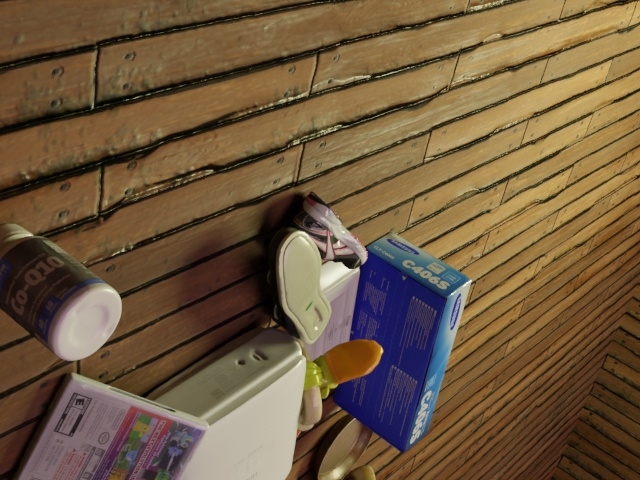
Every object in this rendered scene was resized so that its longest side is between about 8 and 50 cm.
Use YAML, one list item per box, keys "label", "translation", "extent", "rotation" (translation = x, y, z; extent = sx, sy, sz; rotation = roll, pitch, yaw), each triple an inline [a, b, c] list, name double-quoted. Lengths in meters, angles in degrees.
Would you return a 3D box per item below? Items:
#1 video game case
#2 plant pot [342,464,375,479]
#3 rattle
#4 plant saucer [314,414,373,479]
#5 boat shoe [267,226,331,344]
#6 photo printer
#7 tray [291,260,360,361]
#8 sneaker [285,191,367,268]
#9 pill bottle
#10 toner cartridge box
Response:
- label: "video game case"
  translation: [-0.256, 0.272, 1.111]
  extent: [0.183, 0.023, 0.201]
  rotation: [26, 96, -26]
- label: "plant pot"
  translation: [0.048, 0.540, 1.794]
  extent: [0.236, 0.032, 0.236]
  rotation: [-162, -90, -80]
- label: "rattle"
  translation: [0.004, 0.228, 1.448]
  extent: [0.142, 0.130, 0.200]
  rotation: [-27, 139, -27]
- label: "plant saucer"
  translation: [0.042, 0.388, 1.783]
  extent: [0.168, 0.029, 0.168]
  rotation: [-37, 145, -32]
- label: "boat shoe"
  translation: [-0.044, 0.058, 1.269]
  extent: [0.084, 0.079, 0.233]
  rotation: [-48, 153, -23]
- label: "photo printer"
  translation: [-0.142, 0.299, 1.326]
  extent: [0.256, 0.107, 0.308]
  rotation: [-30, 141, -41]
- label: "tray"
  translation: [0.010, 0.140, 1.489]
  extent: [0.145, 0.030, 0.270]
  rotation: [-33, 143, -39]
- label: "sneaker"
  translation: [0.000, 0.000, 1.314]
  extent: [0.077, 0.072, 0.178]
  rotation: [-44, 143, -1]
- label: "pill bottle"
  translation: [-0.255, 0.044, 0.868]
  extent: [0.078, 0.137, 0.078]
  rotation: [-39, 147, -32]
- label: "toner cartridge box"
  translation: [0.128, 0.174, 1.567]
  extent: [0.075, 0.165, 0.348]
  rotation: [-30, 142, -42]
